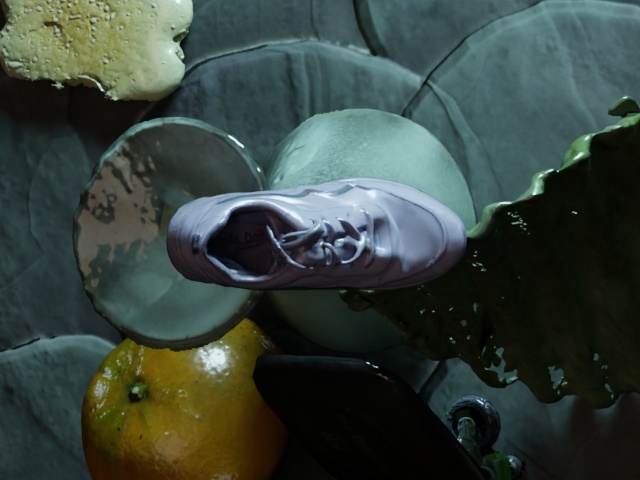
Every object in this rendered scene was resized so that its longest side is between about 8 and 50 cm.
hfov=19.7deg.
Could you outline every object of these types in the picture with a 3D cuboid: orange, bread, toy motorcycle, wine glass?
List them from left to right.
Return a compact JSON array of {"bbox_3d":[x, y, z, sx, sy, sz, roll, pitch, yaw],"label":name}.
[{"bbox_3d":[-0.256,-0.253,2.044,0.251,0.039,0.181,12,98,24],"label":"bread"},{"bbox_3d":[-0.141,0.181,1.916,0.240,0.171,0.240,-16,54,24],"label":"orange"},{"bbox_3d":[-0.043,-0.012,1.758,0.267,0.406,0.267,0,89,25],"label":"wine glass"},{"bbox_3d":[0.149,0.254,1.867,0.106,0.074,0.190,-12,87,33],"label":"toy motorcycle"}]

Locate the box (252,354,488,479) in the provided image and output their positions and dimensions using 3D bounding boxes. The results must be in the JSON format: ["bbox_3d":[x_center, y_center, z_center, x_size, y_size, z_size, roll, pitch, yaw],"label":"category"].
[{"bbox_3d":[0.047,0.185,1.803,0.201,0.042,0.212,-1,137,44],"label":"box"}]

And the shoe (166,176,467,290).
[{"bbox_3d":[0.000,0.000,1.470,0.245,0.137,0.095,-1,96,-5],"label":"shoe"}]

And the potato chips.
[{"bbox_3d":[0.235,0.027,1.672,0.373,0.389,0.097,-39,49,25],"label":"potato chips"}]
